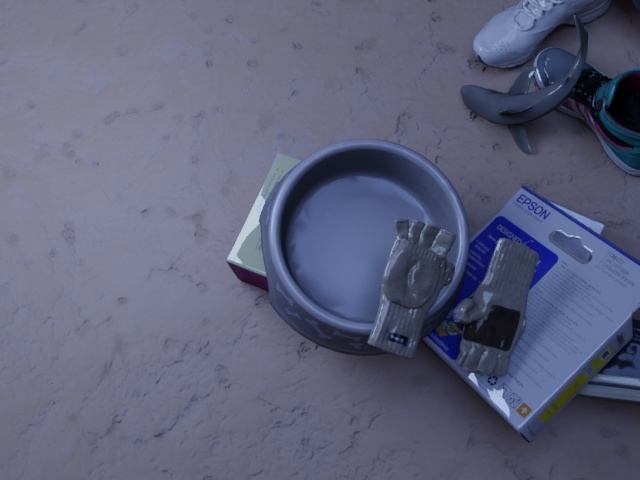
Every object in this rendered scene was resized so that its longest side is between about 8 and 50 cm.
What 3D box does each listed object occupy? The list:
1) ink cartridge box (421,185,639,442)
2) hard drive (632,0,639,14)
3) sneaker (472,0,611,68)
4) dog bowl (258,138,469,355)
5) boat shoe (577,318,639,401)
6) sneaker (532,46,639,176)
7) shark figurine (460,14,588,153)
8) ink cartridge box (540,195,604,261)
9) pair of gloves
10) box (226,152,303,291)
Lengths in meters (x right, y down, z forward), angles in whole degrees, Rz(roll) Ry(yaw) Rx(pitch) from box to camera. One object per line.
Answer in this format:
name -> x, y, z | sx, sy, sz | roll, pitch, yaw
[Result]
ink cartridge box -> 0.323, 0.103, 1.343 | 0.307, 0.072, 0.303 | -43, 46, -3
hard drive -> 0.630, -0.466, 1.504 | 0.172, 0.054, 0.254 | -30, 102, 21
sneaker -> 0.403, -0.423, 1.551 | 0.297, 0.129, 0.111 | -33, 74, -4
dog bowl -> 0.071, 0.000, 1.330 | 0.349, 0.102, 0.348 | 1, 76, -6
boat shoe -> 0.625, 0.188, 1.300 | 0.501, 0.187, 0.155 | 5, 78, 13
sneaker -> 0.484, -0.253, 1.459 | 0.124, 0.178, 0.295 | -38, 72, -7
shark figurine -> 0.357, -0.249, 1.451 | 0.116, 0.278, 0.166 | -14, 79, -45
ink cartridge box -> 0.381, 0.025, 1.462 | 0.145, 0.045, 0.179 | 26, 94, 13
pair of gloves -> 0.196, 0.084, 1.250 | 0.240, 0.042, 0.204 | 13, 87, -14
box -> 0.000, 0.000, 1.459 | 0.243, 0.117, 0.213 | 20, 75, 13
